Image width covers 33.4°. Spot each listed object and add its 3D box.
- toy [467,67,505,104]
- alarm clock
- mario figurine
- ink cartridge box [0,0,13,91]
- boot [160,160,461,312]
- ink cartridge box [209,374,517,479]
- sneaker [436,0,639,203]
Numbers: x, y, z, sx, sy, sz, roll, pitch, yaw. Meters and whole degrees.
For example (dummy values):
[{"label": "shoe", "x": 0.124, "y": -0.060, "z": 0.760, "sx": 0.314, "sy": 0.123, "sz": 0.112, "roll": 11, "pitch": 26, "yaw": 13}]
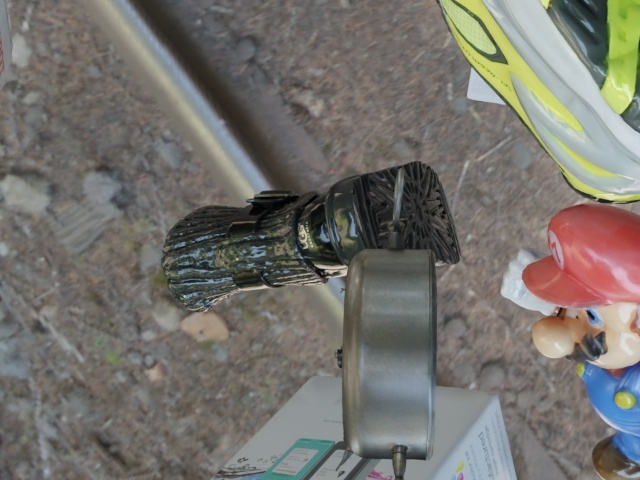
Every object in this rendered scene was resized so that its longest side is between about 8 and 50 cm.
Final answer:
[{"label": "toy", "x": 0.245, "y": -0.240, "z": 1.179, "sx": 0.136, "sy": 0.056, "sz": 0.237, "roll": 13, "pitch": 142, "yaw": 9}, {"label": "alarm clock", "x": 0.043, "y": 0.050, "z": 0.663, "sx": 0.064, "sy": 0.129, "sz": 0.192, "roll": 4, "pitch": 85, "yaw": 4}, {"label": "mario figurine", "x": 0.239, "y": 0.115, "z": 0.907, "sx": 0.198, "sy": 0.170, "sz": 0.321, "roll": 1, "pitch": 127, "yaw": 36}, {"label": "ink cartridge box", "x": -0.310, "y": -0.091, "z": 0.739, "sx": 0.114, "sy": 0.273, "sz": 0.197, "roll": 13, "pitch": 151, "yaw": -5}, {"label": "boot", "x": -0.001, "y": -0.004, "z": 1.273, "sx": 0.260, "sy": 0.348, "sz": 0.131, "roll": -16, "pitch": 81, "yaw": 28}, {"label": "ink cartridge box", "x": 0.023, "y": 0.269, "z": 0.869, "sx": 0.197, "sy": 0.270, "sz": 0.198, "roll": 0, "pitch": 116, "yaw": 36}, {"label": "sneaker", "x": 0.081, "y": -0.185, "z": 0.530, "sx": 0.145, "sy": 0.147, "sz": 0.385, "roll": -16, "pitch": 70, "yaw": -11}]
